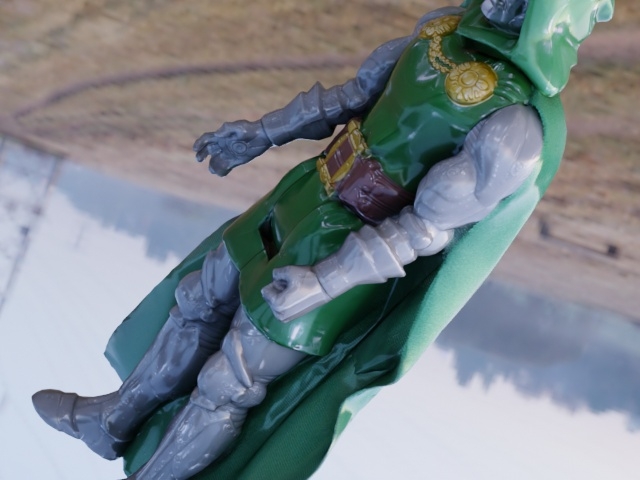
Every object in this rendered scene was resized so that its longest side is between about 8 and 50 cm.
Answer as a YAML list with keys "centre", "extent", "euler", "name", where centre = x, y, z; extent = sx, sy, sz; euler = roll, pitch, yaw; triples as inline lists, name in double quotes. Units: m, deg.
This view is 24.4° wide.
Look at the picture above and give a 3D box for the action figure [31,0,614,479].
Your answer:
- centre: [0.000, 0.000, 0.444]
  extent: [0.063, 0.232, 0.137]
  euler: [27, -154, -37]
  name: "action figure"
